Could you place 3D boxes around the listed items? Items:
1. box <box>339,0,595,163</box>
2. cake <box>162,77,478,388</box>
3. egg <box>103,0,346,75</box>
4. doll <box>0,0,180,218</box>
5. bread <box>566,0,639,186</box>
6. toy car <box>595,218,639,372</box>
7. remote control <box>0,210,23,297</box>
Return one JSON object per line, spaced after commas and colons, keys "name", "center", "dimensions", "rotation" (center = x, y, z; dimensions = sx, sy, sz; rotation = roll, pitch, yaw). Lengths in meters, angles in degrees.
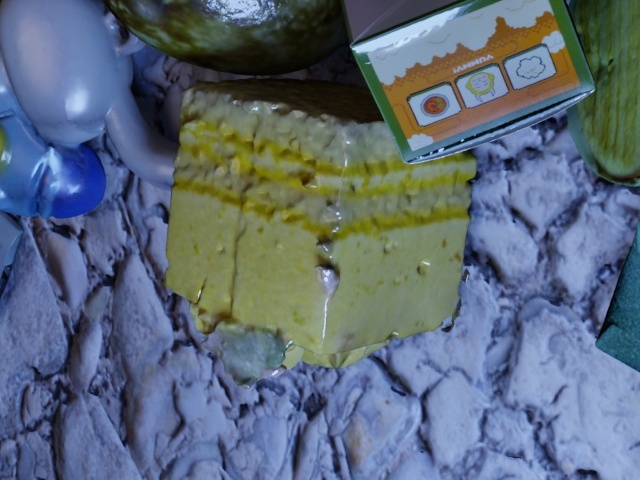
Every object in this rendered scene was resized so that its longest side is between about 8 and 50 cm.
{"name": "box", "center": [0.118, -0.197, 1.599], "dimensions": [0.177, 0.148, 0.195], "rotation": [-22, 39, 9]}
{"name": "cake", "center": [0.000, 0.000, 1.760], "dimensions": [0.222, 0.227, 0.286], "rotation": [17, 105, 40]}
{"name": "egg", "center": [-0.095, -0.279, 1.784], "dimensions": [0.289, 0.238, 0.238], "rotation": [45, 123, 9]}
{"name": "doll", "center": [-0.322, -0.156, 2.043], "dimensions": [0.365, 0.187, 0.376], "rotation": [-32, 65, 27]}
{"name": "bread", "center": [0.297, -0.189, 1.530], "dimensions": [0.301, 0.045, 0.301], "rotation": [-36, 47, 51]}
{"name": "toy car", "center": [0.378, 0.104, 1.552], "dimensions": [0.321, 0.097, 0.141], "rotation": [30, 116, 32]}
{"name": "remote control", "center": [-0.394, 0.041, 2.211], "dimensions": [0.065, 0.029, 0.166], "rotation": [39, 124, 26]}
